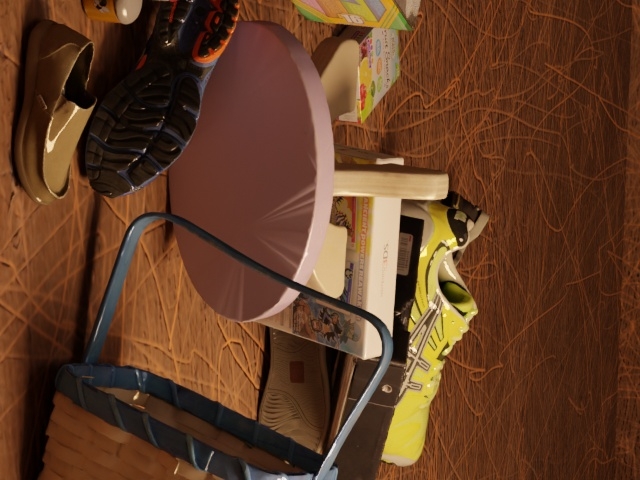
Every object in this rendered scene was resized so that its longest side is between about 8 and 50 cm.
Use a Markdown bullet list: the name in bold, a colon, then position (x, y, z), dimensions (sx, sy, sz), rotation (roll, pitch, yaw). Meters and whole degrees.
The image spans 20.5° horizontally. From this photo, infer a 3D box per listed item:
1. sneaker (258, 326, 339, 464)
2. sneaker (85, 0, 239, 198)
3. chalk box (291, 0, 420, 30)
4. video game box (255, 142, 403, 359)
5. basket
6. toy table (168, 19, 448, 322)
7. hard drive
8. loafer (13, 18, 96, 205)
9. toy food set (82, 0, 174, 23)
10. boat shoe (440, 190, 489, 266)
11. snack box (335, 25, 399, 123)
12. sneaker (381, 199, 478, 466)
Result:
- **sneaker**: position (-0.008, 0.149, 1.997), dimensions (0.118, 0.083, 0.222), rotation (-14, 109, -70)
- **sneaker**: position (-0.136, -0.126, 1.544), dimensions (0.221, 0.083, 0.087), rotation (-61, -178, -22)
- **chalk box**: position (0.023, -0.321, 1.840), dimensions (0.213, 0.132, 0.132), rotation (44, 57, -65)
- **video game box**: position (0.000, 0.000, 1.812), dimensions (0.048, 0.187, 0.205), rotation (-8, 107, -41)
- **basket**: position (-0.104, 0.147, 1.502), dimensions (0.289, 0.255, 0.201), rotation (-65, 161, 9)
- **toy table**: position (-0.025, -0.068, 1.673), dimensions (0.161, 0.252, 0.274), rotation (-10, 118, -53)
- **hard drive**: position (0.049, 0.166, 2.014), dimensions (0.237, 0.064, 0.339), rotation (-79, 180, -46)
- **loafer**: position (-0.207, -0.099, 1.399), dimensions (0.056, 0.050, 0.148), rotation (-28, 123, -66)
- **toy food set**: position (-0.121, -0.289, 1.485), dimensions (0.111, 0.104, 0.232), rotation (21, 77, -70)
- **boat shoe**: position (0.157, 0.014, 2.436), dimensions (0.081, 0.069, 0.228), rotation (-46, -176, 42)
- **snack box**: position (0.055, -0.213, 2.102), dimensions (0.141, 0.037, 0.100), rotation (-54, 147, -54)
- **sneaker**: position (0.118, 0.125, 2.235), dimensions (0.145, 0.147, 0.384), rotation (-58, 150, -57)
